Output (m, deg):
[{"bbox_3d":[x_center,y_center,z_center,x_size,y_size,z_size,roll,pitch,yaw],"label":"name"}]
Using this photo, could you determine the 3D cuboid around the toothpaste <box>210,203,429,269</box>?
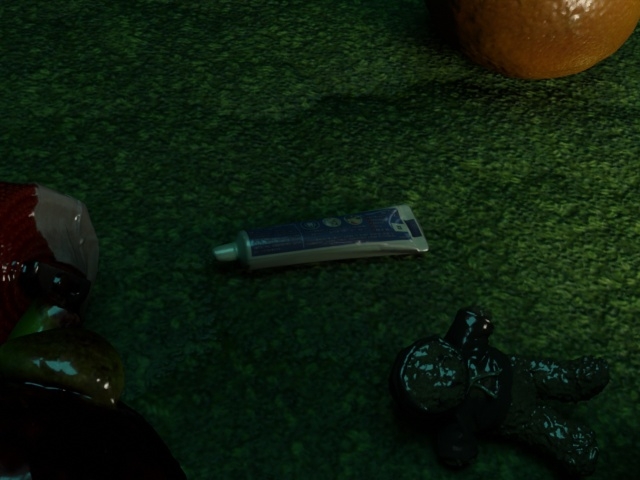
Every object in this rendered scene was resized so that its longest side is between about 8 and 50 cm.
[{"bbox_3d":[0.000,0.000,0.781,0.197,0.035,0.057,-7,54,-20],"label":"toothpaste"}]

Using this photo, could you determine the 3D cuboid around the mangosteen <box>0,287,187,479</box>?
[{"bbox_3d":[-0.164,0.150,0.481,0.216,0.216,0.216,5,46,-5],"label":"mangosteen"}]

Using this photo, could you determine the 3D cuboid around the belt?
[{"bbox_3d":[-0.229,0.020,0.624,0.124,0.201,0.128,11,85,6],"label":"belt"}]

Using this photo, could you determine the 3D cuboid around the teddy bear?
[{"bbox_3d":[0.128,0.113,0.669,0.160,0.078,0.119,13,80,-5],"label":"teddy bear"}]

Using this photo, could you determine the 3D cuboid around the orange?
[{"bbox_3d":[0.239,-0.299,0.973,0.264,0.264,0.264,5,46,-5],"label":"orange"}]
